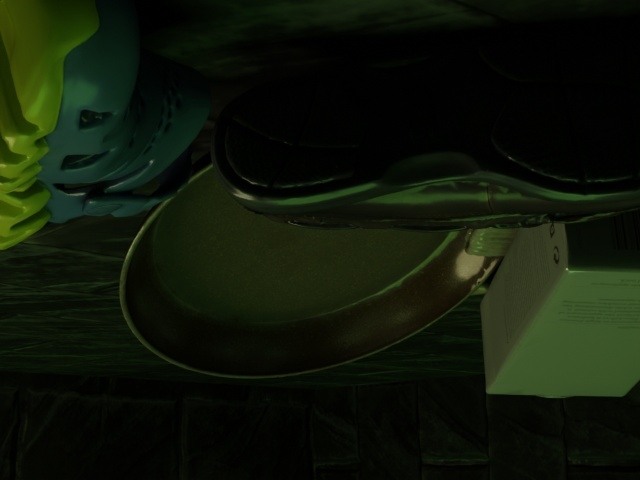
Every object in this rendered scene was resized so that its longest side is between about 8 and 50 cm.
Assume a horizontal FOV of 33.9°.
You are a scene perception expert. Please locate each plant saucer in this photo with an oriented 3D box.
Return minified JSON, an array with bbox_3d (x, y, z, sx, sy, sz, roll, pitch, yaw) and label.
[{"bbox_3d":[0.000,0.000,0.794,0.311,0.050,0.310,-14,144,-10],"label":"plant saucer"}]

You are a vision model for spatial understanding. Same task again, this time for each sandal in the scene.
[{"bbox_3d":[-0.123,-0.077,0.562,0.138,0.126,0.317,-8,176,-17],"label":"sandal"}]

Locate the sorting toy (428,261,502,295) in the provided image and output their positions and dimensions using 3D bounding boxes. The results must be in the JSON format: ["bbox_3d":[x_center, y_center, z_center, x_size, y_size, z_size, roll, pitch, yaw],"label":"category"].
[{"bbox_3d":[0.127,0.013,1.009,0.193,0.038,0.208,-12,-169,43],"label":"sorting toy"}]

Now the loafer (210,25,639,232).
[{"bbox_3d":[0.091,-0.056,0.624,0.303,0.109,0.095,-3,160,7],"label":"loafer"}]

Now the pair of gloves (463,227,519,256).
[{"bbox_3d":[0.231,-0.042,0.727,0.204,0.042,0.240,4,147,-18],"label":"pair of gloves"}]

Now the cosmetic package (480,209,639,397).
[{"bbox_3d":[0.192,0.036,0.742,0.117,0.085,0.231,2,154,-5],"label":"cosmetic package"}]
